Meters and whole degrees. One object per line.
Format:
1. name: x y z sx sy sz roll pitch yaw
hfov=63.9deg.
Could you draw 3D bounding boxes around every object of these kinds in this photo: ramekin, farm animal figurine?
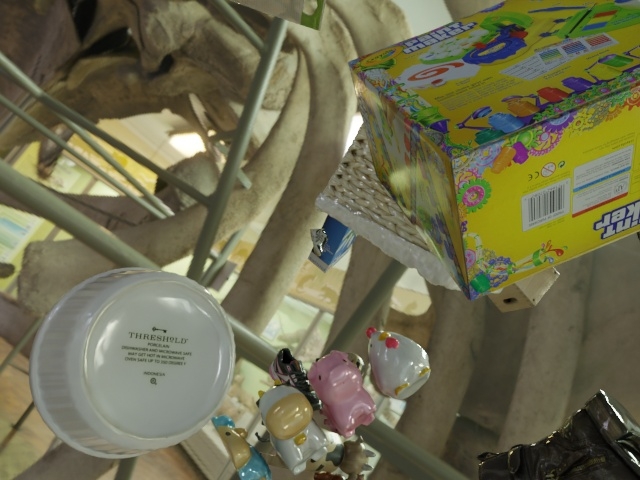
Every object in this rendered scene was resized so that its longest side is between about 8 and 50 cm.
1. ramekin: -0.243 0.165 0.716 0.273 0.272 0.127 40 -33 -27
2. farm animal figurine: 0.017 0.399 1.038 0.172 0.330 0.327 -7 -12 34

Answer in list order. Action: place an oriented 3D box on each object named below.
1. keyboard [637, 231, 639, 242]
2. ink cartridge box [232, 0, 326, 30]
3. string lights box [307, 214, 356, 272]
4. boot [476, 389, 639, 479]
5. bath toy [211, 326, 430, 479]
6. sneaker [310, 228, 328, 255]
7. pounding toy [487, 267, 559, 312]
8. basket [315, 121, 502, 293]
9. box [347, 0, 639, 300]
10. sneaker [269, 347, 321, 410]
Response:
1. keyboard: 0.575 -0.040 0.910 0.023 0.180 0.108 -4 -25 25
2. ink cartridge box: -0.098 -0.621 1.204 0.255 0.097 0.189 19 -14 -3
3. string lights box: 0.060 -0.033 1.510 0.077 0.133 0.259 39 -41 13
4. boot: 0.300 0.325 0.601 0.091 0.229 0.263 35 25 -18
5. bath toy: 0.013 0.242 0.808 0.129 0.348 0.151 51 -24 31
6. sneaker: 0.000 0.000 1.103 0.083 0.037 0.031 -102 -175 -49
7. pounding toy: 0.543 0.097 1.381 0.094 0.206 0.181 49 -25 -1
8. basket: 0.238 -0.083 1.017 0.331 0.266 0.328 35 13 33
9. box: 0.222 -0.132 0.570 0.279 0.290 0.177 -114 -177 -52
10. sneaker: -0.060 0.316 1.175 0.072 0.077 0.178 -7 33 -40
